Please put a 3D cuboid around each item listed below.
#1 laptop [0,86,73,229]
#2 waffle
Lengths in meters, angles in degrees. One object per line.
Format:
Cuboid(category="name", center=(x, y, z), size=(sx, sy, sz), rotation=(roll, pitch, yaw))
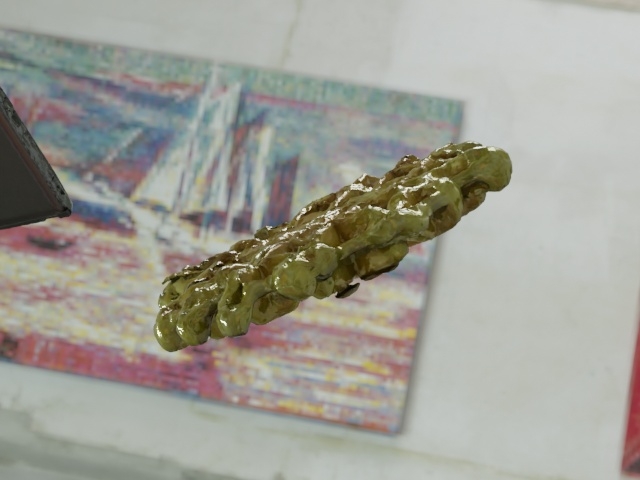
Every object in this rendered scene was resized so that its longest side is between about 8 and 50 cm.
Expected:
Cuboid(category="laptop", center=(-0.289, -0.060, 0.920), size=(0.154, 0.207, 0.026), rotation=(63, -149, -31))
Cuboid(category="waffle", center=(0.002, 0.003, 1.053), size=(0.060, 0.311, 0.307), rotation=(65, 161, -5))
